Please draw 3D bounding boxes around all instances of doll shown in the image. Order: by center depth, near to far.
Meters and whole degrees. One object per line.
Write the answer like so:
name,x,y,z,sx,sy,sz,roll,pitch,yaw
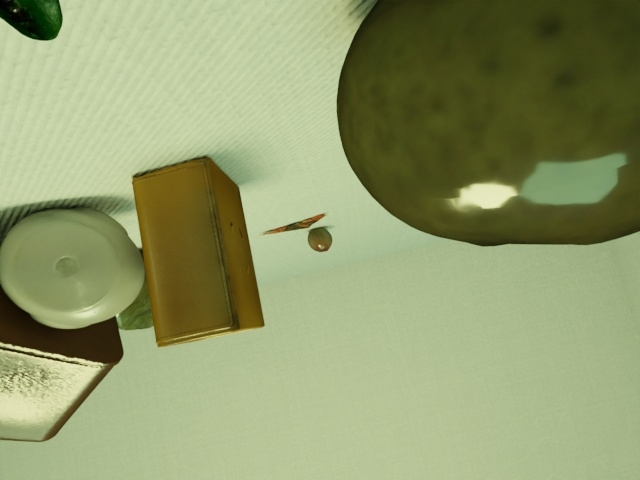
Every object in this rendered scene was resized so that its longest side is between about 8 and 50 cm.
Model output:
doll,-0.448,0.046,0.854,0.250,0.221,0.221,17,162,-13

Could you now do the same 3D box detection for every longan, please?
longan,0.182,-0.135,0.415,0.349,0.289,0.288,-8,174,28

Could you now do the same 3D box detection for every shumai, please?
shumai,-0.513,0.109,1.296,0.203,0.222,0.271,23,-163,26

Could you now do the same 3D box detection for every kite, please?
kite,-0.059,-0.041,1.390,0.222,0.008,0.125,-16,170,18

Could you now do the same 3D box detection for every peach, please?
peach,-0.002,-0.001,1.504,0.083,0.083,0.083,-13,170,-2

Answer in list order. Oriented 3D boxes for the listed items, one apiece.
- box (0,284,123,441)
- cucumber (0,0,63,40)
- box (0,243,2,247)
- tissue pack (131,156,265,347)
box,-0.587,0.196,0.859,0.339,0.239,0.229,30,103,-42
cucumber,-0.203,-0.189,0.211,0.056,0.056,0.284,-12,166,-3
box,-0.635,0.043,0.995,0.270,0.045,0.210,-8,169,-28
tissue pack,-0.203,0.029,0.798,0.145,0.275,0.194,-13,170,1
